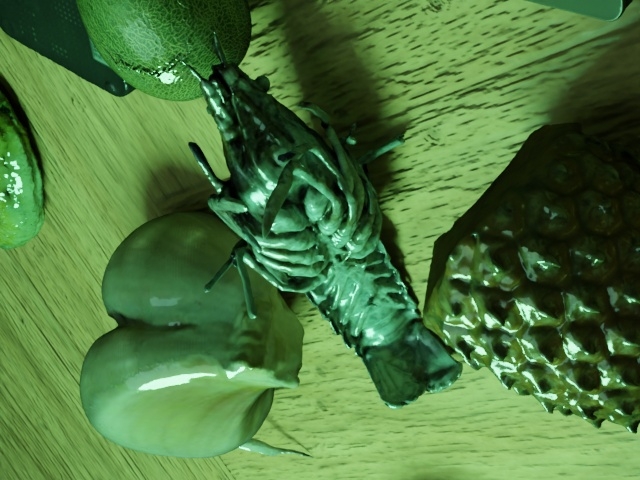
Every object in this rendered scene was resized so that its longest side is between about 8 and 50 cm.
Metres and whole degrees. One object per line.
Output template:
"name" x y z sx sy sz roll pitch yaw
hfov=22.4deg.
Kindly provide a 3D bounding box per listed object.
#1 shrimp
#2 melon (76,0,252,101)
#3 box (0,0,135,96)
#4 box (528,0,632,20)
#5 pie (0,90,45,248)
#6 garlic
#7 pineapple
"shrimp" -0.003 -0.004 1.432 0.410 0.221 0.166 56 -179 -46
"melon" -0.134 -0.198 1.409 0.192 0.139 0.139 51 149 7
"box" -0.258 -0.311 1.527 0.211 0.058 0.350 28 143 31
"box" 0.163 -0.207 1.123 0.126 0.031 0.091 21 139 38
"pie" -0.428 -0.115 1.949 0.277 0.078 0.277 37 146 31
"garlic" -0.136 0.109 1.752 0.246 0.231 0.340 -3 156 1
"pineapple" 0.253 0.074 1.176 0.362 0.202 0.202 36 148 3
